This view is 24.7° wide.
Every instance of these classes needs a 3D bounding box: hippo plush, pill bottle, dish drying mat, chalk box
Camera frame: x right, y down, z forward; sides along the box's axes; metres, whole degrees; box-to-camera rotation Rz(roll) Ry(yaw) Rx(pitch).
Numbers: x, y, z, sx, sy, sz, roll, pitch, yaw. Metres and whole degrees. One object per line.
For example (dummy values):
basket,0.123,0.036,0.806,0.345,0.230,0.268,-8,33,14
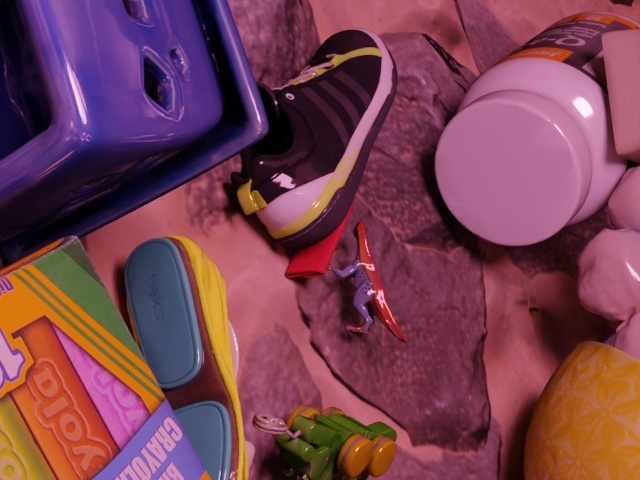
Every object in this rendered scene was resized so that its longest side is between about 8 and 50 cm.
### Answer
hippo plush,0.324,0.056,1.313,0.234,0.236,0.294,39,66,4
pill bottle,0.217,-0.104,1.333,0.162,0.162,0.278,60,34,-5
dish drying mat,0.000,0.000,1.101,0.008,0.032,0.083,67,30,-31
chalk box,-0.149,0.178,0.668,0.179,0.180,0.289,-34,97,-55

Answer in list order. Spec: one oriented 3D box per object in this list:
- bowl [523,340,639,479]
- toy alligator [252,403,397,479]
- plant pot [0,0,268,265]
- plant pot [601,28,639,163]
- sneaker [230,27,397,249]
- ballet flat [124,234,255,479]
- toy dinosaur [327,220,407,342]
bowl,0.250,0.233,1.138,0.156,0.289,0.289,-42,108,-10
toy alligator,-0.002,0.144,0.978,0.190,0.056,0.051,16,99,-61
plant pot,-0.174,-0.108,0.779,0.212,0.236,0.236,-3,71,-59
plant pot,0.310,-0.126,1.243,0.109,0.096,0.109,11,71,-54
sneaker,-0.009,-0.100,1.106,0.097,0.084,0.234,42,40,-27
ballet flat,-0.074,0.105,0.907,0.077,0.077,0.231,37,39,-55
toy dinosaur,0.038,0.028,1.105,0.047,0.090,0.082,10,92,-67
